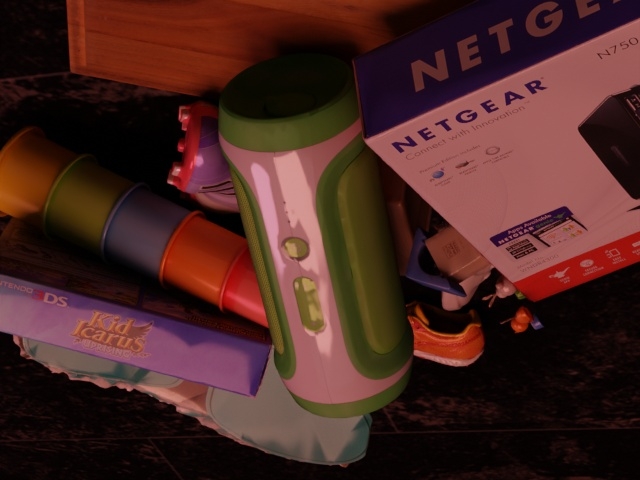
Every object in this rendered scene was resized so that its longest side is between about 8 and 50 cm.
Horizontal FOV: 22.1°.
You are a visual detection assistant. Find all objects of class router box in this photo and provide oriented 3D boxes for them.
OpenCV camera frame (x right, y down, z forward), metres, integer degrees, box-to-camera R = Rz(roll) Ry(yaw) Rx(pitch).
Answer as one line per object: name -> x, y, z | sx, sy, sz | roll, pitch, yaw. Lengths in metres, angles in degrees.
router box -> 0.242, -0.100, 1.262 | 0.335, 0.082, 0.301 | -23, 144, 23

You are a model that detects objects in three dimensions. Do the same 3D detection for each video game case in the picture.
video game case -> -0.181, 0.049, 1.574 | 0.270, 0.244, 0.061 | 16, 106, -6

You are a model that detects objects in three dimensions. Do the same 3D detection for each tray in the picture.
tray -> 0.003, -0.184, 1.320 | 0.411, 0.076, 0.203 | 12, 146, 1

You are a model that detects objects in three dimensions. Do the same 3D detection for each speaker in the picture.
speaker -> 0.000, 0.000, 1.348 | 0.131, 0.131, 0.296 | -1, 125, 17

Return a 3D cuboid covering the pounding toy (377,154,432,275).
pounding toy -> 0.043, -0.027, 1.481 | 0.100, 0.130, 0.141 | 1, 144, 15

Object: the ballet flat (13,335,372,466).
ballet flat -> -0.126, 0.111, 1.741 | 0.409, 0.147, 0.147 | 22, 144, -13

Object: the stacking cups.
stacking cups -> -0.155, -0.001, 1.523 | 0.316, 0.096, 0.096 | 26, 148, 13

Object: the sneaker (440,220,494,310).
sneaker -> 0.160, -0.003, 1.539 | 0.094, 0.080, 0.212 | 0, 144, -3

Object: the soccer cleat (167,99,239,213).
soccer cleat -> -0.081, -0.068, 1.448 | 0.095, 0.083, 0.248 | 9, 172, -1

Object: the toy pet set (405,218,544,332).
toy pet set -> 0.123, 0.031, 1.409 | 0.065, 0.122, 0.114 | -33, 158, 14

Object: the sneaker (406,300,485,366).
sneaker -> 0.085, 0.089, 1.714 | 0.175, 0.064, 0.067 | -1, 124, 9
